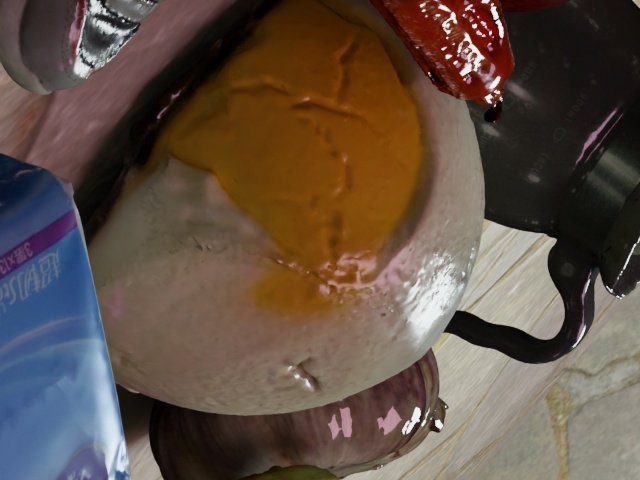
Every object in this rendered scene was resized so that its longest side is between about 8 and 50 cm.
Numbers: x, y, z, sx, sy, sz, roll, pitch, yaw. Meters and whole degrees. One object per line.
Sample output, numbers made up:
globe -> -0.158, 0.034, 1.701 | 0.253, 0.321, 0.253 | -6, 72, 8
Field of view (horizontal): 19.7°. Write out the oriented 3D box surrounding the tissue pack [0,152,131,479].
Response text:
tissue pack -> -0.224, 0.095, 0.790 | 0.263, 0.146, 0.198 | -37, 130, -42

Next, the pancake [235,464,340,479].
pancake -> -0.174, 0.276, 1.308 | 0.426, 0.067, 0.305 | -37, 161, 8

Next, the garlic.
garlic -> -0.025, 0.116, 1.424 | 0.244, 0.161, 0.245 | -20, 167, -5

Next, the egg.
egg -> 0.000, 0.000, 1.196 | 0.337, 0.201, 0.337 | -45, 162, -18

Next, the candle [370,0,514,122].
candle -> 0.068, -0.138, 1.021 | 0.084, 0.059, 0.302 | -13, 155, 14

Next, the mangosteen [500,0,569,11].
mangosteen -> 0.112, -0.220, 1.125 | 0.200, 0.200, 0.200 | -46, 162, -20

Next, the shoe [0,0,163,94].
shoe -> -0.054, -0.149, 0.880 | 0.228, 0.125, 0.099 | -55, 166, 2

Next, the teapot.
teapot -> 0.177, -0.054, 1.392 | 0.305, 0.285, 0.223 | -52, 163, -6
